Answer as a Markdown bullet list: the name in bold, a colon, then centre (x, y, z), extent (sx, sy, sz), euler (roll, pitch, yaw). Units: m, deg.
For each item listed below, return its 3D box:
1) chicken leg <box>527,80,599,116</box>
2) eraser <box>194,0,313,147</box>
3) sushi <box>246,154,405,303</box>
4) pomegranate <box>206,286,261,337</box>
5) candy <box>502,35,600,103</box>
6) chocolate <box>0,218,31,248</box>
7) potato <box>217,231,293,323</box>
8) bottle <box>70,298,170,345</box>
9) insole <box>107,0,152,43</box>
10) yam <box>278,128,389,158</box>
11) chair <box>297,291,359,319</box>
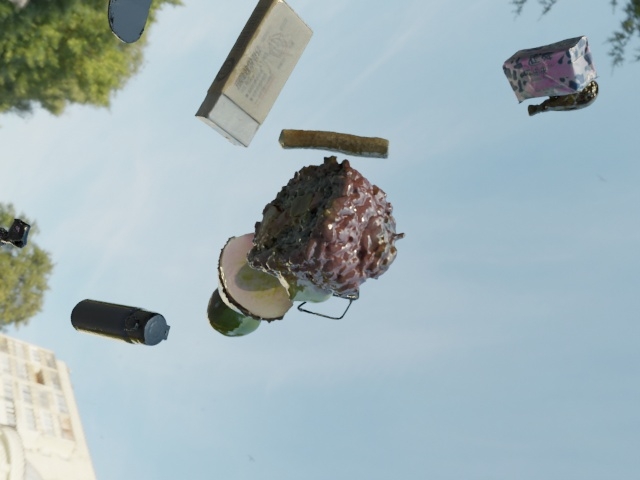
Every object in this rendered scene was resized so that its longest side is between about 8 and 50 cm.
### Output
- **chicken leg**: centre (0.625, -0.368, 1.566), extent (0.178, 0.093, 0.070), euler (-14, -135, 36)
- **eraser**: centre (-0.156, -0.403, 1.450), extent (0.078, 0.144, 0.343), euler (19, -102, 49)
- **sushi**: centre (0.000, 0.000, 1.053), extent (0.270, 0.171, 0.236), euler (-11, -128, 52)
- **pomegranate**: centre (-0.248, 0.195, 1.839), extent (0.209, 0.180, 0.180), euler (-49, -145, 31)
- **candy**: centre (0.433, -0.321, 1.148), extent (0.073, 0.092, 0.160), euler (-37, -159, -22)
- **chocolate**: centre (-0.768, -0.010, 1.485), extent (0.147, 0.072, 0.070), euler (-4, -149, 39)
- **potato**: centre (-0.154, 0.103, 1.533), extent (0.266, 0.229, 0.229), euler (139, -25, -77)
- **bottle**: centre (-0.390, 0.156, 1.165), extent (0.244, 0.082, 0.072), euler (2, -110, 38)
- **insole**: centre (-0.259, -0.471, 0.932), extent (0.009, 0.119, 0.348), euler (13, -96, 19)
- **yam**: centre (0.036, -0.258, 1.605), extent (0.066, 0.300, 0.066), euler (6, 90, -89)
- **chair**: centre (0.045, 0.100, 1.628), extent (0.221, 0.145, 0.140), euler (-45, -141, 48)
